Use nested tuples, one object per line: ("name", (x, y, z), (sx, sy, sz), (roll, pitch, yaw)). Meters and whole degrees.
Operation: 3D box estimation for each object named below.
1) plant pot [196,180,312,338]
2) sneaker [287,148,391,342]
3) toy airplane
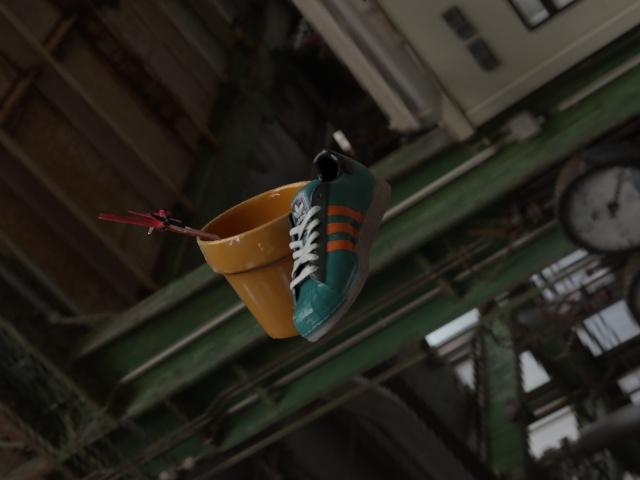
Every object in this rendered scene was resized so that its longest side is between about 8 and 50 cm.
("plant pot", (-0.057, 0.037, 1.756), (0.188, 0.205, 0.205), (66, -160, -15))
("sneaker", (0.000, 0.000, 1.527), (0.121, 0.108, 0.302), (35, -137, -16))
("toy airplane", (-0.194, -0.023, 1.407), (0.151, 0.151, 0.028), (16, -98, -57))
